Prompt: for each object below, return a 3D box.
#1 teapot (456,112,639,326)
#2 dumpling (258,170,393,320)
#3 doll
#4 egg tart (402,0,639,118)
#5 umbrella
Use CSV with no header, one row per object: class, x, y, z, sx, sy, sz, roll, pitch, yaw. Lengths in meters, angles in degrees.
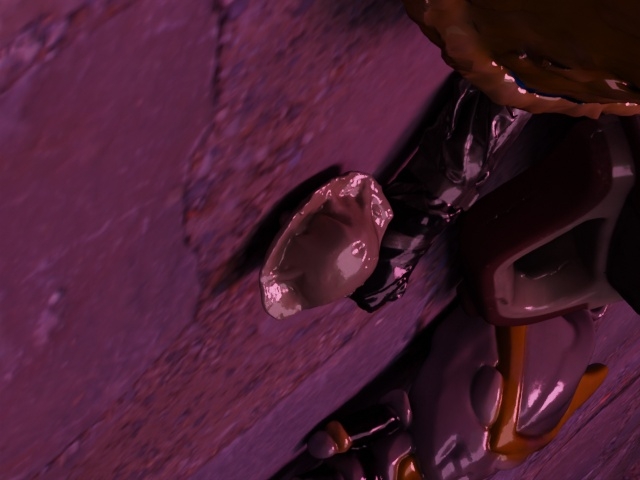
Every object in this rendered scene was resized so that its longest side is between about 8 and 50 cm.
teapot,0.238,-0.027,1.200,0.315,0.233,0.312,-14,160,-8
dumpling,-0.001,-0.001,0.934,0.076,0.057,0.052,-26,-156,7
doll,0.094,0.120,1.332,0.316,0.145,0.103,-35,-167,-20
egg tart,0.206,-0.175,0.742,0.388,0.169,0.388,-25,147,-17
umbrella,0.070,-0.042,0.992,0.188,0.046,0.050,-51,158,12
